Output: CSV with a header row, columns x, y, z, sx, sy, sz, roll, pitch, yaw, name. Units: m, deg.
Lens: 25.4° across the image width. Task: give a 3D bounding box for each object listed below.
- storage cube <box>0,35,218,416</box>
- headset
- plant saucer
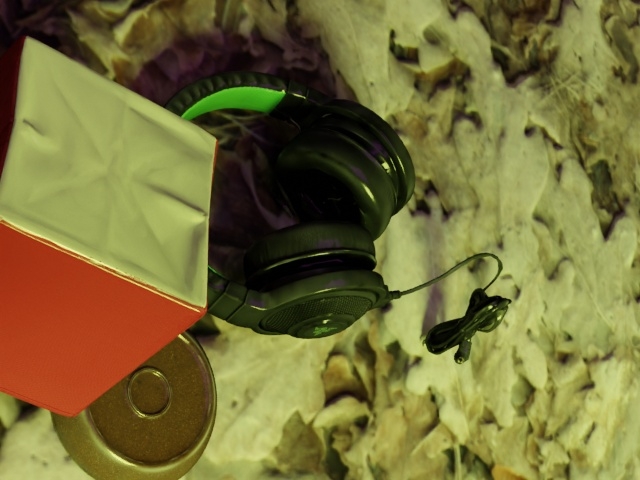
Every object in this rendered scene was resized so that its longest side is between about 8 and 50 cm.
x,y,z,sx,sy,sz,roll,pitch,yaw,name
-0.210,-0.006,1.110,0.215,0.193,0.183,27,45,-29,storage cube
0.000,0.000,1.362,0.394,0.185,0.243,24,59,-14,headset
-0.156,0.135,1.248,0.168,0.029,0.168,10,72,-34,plant saucer
